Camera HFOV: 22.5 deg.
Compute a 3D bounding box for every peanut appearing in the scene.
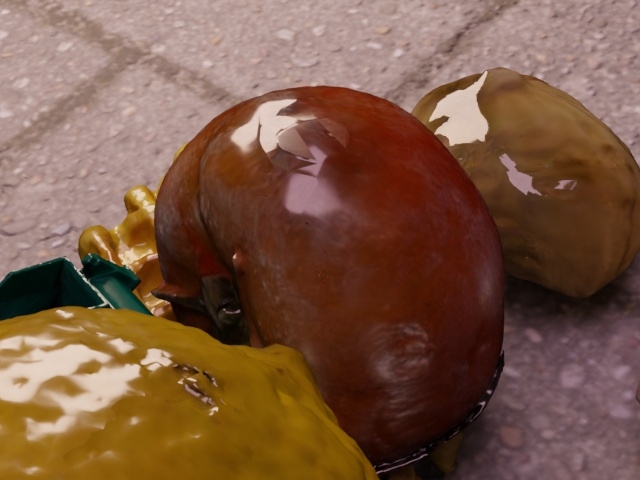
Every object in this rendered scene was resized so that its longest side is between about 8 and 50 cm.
[{"bbox_3d":[0.128,-0.034,0.982,0.140,0.109,0.159,-17,55,-28],"label":"peanut"}]

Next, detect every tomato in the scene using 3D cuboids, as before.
[{"bbox_3d":[0.000,0.000,0.870,0.181,0.155,0.214,-29,49,-20],"label":"tomato"}]

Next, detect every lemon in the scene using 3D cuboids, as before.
[{"bbox_3d":[-0.109,0.193,0.681,0.336,0.336,0.336,-5,47,5],"label":"lemon"}]

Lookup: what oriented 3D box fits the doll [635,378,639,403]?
[{"bbox_3d":[0.278,0.090,0.817,0.162,0.166,0.269,-28,52,-14],"label":"doll"}]

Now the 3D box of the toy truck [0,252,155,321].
[{"bbox_3d":[-0.175,0.102,0.863,0.216,0.116,0.110,-50,49,2],"label":"toy truck"}]

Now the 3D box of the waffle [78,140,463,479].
[{"bbox_3d":[-0.027,0.054,0.967,0.283,0.065,0.309,9,52,17],"label":"waffle"}]
